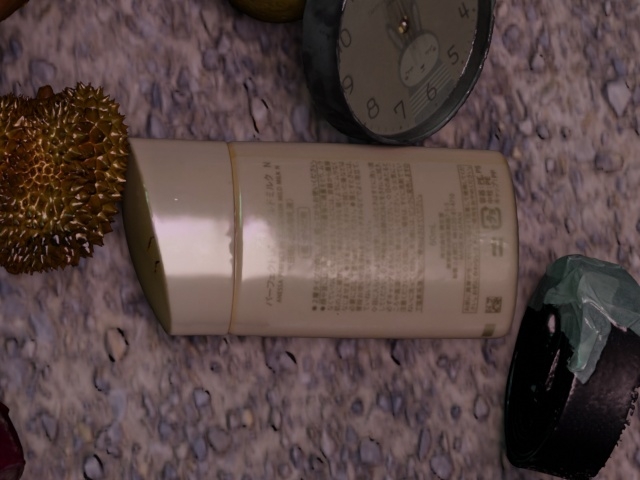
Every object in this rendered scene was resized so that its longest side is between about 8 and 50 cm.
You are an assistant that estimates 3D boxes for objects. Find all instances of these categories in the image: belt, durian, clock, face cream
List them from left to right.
[{"bbox_3d":[-0.238,-0.053,1.355,0.158,0.137,0.168,10,96,12],"label":"durian"},{"bbox_3d":[0.000,0.000,1.439,0.348,0.081,0.174,1,82,-16],"label":"face cream"},{"bbox_3d":[0.072,-0.187,1.435,0.215,0.042,0.215,-20,119,-41],"label":"clock"},{"bbox_3d":[0.223,0.110,1.456,0.078,0.151,0.198,16,79,-13],"label":"belt"}]

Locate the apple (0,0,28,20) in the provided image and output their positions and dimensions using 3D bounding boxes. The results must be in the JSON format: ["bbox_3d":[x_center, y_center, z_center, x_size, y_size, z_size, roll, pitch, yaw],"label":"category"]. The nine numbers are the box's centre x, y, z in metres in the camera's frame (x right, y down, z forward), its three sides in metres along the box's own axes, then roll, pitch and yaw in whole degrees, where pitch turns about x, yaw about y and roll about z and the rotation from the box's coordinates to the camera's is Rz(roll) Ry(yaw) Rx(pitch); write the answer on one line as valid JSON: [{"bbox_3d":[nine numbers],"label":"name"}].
[{"bbox_3d":[-0.339,-0.332,1.214,0.400,0.400,0.333,40,113,-9],"label":"apple"}]

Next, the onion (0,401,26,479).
[{"bbox_3d":[-0.352,0.168,1.264,0.207,0.216,0.206,39,73,-1],"label":"onion"}]

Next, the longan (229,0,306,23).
[{"bbox_3d":[-0.051,-0.261,1.429,0.145,0.176,0.155,3,58,-56],"label":"longan"}]
